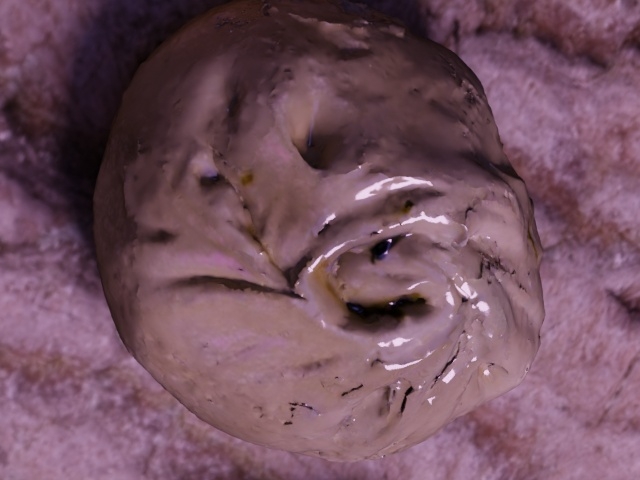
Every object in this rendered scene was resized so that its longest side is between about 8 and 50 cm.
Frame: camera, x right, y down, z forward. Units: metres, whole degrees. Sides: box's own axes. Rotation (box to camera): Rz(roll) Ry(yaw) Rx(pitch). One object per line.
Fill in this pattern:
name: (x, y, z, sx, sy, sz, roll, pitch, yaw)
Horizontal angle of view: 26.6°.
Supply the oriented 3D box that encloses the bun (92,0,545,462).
bun: (0.000, 0.000, 0.988, 0.326, 0.234, 0.362, -29, 108, -1)
